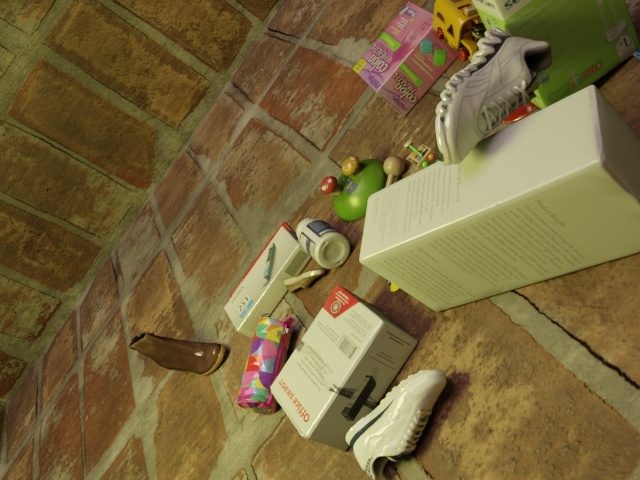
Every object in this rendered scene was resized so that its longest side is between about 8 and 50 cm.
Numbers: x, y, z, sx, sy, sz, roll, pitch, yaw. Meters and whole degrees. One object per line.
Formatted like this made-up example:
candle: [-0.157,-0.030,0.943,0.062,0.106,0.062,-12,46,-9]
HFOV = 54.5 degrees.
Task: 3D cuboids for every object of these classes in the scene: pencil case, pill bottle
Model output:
pencil case: [-0.131,0.299,1.512,0.104,0.104,0.236,-21,48,46]
pill bottle: [0.000,0.000,1.593,0.094,0.094,0.169,-56,31,4]

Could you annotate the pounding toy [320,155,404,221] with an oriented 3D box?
pounding toy: [0.088,-0.151,1.588,0.237,0.110,0.182,6,68,57]

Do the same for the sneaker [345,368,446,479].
sneaker: [0.151,0.326,1.113,0.235,0.090,0.094,-51,44,18]

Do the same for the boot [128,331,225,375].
boot: [-0.415,0.318,1.788,0.248,0.207,0.090,-25,44,43]

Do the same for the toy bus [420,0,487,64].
toy bus: [0.349,-0.504,1.461,0.202,0.104,0.190,13,57,16]

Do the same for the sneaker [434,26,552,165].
sneaker: [0.277,-0.236,1.005,0.118,0.110,0.292,19,63,32]

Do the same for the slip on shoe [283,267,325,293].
slip on shoe: [-0.038,0.104,1.610,0.135,0.051,0.041,-21,86,35]

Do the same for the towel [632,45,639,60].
towel: [0.608,-0.328,1.082,0.067,0.029,0.119,-49,32,13]

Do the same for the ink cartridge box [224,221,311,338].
ink cartridge box: [-0.168,0.092,1.780,0.296,0.066,0.261,-54,32,5]

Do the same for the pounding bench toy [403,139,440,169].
pounding bench toy: [0.236,-0.195,1.441,0.052,0.083,0.065,-52,30,9]

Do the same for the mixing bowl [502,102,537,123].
mixing bowl: [0.401,-0.353,1.335,0.181,0.098,0.181,-37,36,33]

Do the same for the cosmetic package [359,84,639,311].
cosmetic package: [0.309,-0.043,1.059,0.453,0.230,0.161,-24,44,42]

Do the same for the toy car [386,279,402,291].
toy car: [0.170,-0.012,1.379,0.225,0.053,0.238,15,91,68]

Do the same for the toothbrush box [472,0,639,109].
toothbrush box: [0.424,-0.413,1.136,0.206,0.283,0.122,-37,35,8]

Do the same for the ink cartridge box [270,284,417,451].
ink cartridge box: [0.041,0.259,1.281,0.272,0.114,0.197,-56,32,1]

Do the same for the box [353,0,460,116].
box: [0.234,-0.494,1.681,0.243,0.117,0.213,-49,32,16]
